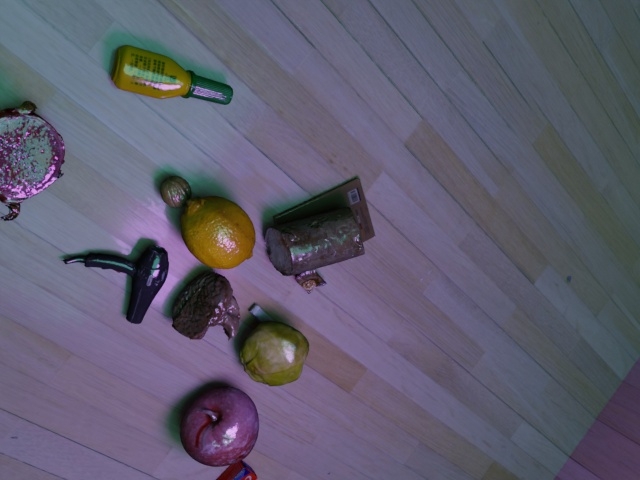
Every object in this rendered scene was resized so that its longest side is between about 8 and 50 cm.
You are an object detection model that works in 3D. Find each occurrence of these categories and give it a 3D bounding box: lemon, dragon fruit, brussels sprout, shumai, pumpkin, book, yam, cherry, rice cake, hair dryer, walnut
[{"bbox_3d":[-0.282,-0.024,1.653,0.188,0.188,0.256,-49,121,-7],"label":"lemon"},{"bbox_3d":[-0.726,-0.197,1.410,0.211,0.147,0.282,6,105,-38],"label":"dragon fruit"},{"bbox_3d":[-0.142,0.343,1.826,0.224,0.161,0.223,-1,121,-2],"label":"brussels sprout"},{"bbox_3d":[-0.316,0.208,1.742,0.206,0.166,0.175,-48,143,-6],"label":"shumai"},{"bbox_3d":[-0.034,0.122,1.905,0.073,0.035,0.101,-31,132,5],"label":"pumpkin"},{"bbox_3d":[0.019,-0.043,1.900,0.311,0.021,0.216,-26,116,-19],"label":"book"},{"bbox_3d":[0.000,0.000,1.800,0.305,0.168,0.167,-16,111,-21],"label":"yam"},{"bbox_3d":[-0.301,0.557,1.805,0.236,0.212,0.285,-25,137,5],"label":"cherry"},{"bbox_3d":[-0.159,0.269,1.893,0.042,0.030,0.180,-49,120,-12],"label":"rice cake"},{"bbox_3d":[-0.564,0.097,1.626,0.272,0.091,0.235,19,106,-18],"label":"hair dryer"},{"bbox_3d":[-0.392,-0.132,1.626,0.092,0.092,0.092,-8,108,-25],"label":"walnut"}]

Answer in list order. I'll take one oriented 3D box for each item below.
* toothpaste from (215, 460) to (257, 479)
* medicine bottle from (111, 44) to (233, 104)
[{"bbox_3d":[-0.350,0.858,1.950,0.320,0.066,0.076,-44,120,-8],"label":"toothpaste"},{"bbox_3d":[-0.376,-0.412,1.552,0.309,0.076,0.111,9,103,-29],"label":"medicine bottle"}]
